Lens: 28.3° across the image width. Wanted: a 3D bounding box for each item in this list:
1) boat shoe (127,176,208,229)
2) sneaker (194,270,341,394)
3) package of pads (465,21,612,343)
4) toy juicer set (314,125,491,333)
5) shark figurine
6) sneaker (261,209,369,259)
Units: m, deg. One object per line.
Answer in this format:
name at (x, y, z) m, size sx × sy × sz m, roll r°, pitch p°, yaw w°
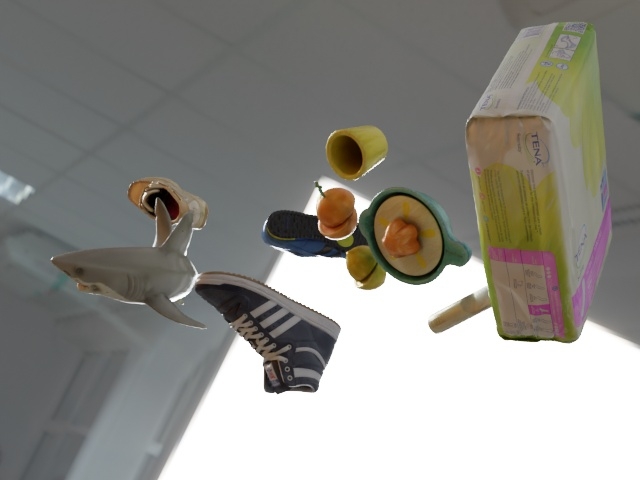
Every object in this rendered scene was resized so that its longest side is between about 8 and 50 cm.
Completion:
boat shoe at (-0.240, -0.061, 1.902) m, size 0.170 × 0.063 × 0.059 m, roll 18°, pitch 7°, yaw 42°
sneaker at (-0.103, 0.166, 2.170) m, size 0.282 × 0.153 × 0.099 m, roll 26°, pitch -25°, yaw -20°
package of pads at (0.245, -0.059, 1.390) m, size 0.101 × 0.229 × 0.296 m, roll 2°, pitch -55°, yaw 25°
toy juicer set at (0.104, 0.018, 1.680) m, size 0.329 × 0.089 × 0.209 m, roll 45°, pitch -48°, yaw 18°
shark figurine at (-0.171, 0.013, 1.423) m, size 0.166 × 0.116 × 0.278 m, roll 22°, pitch 8°, yaw 6°
sneaker at (0.000, 0.000, 2.233) m, size 0.209 × 0.069 × 0.082 m, roll 11°, pitch -27°, yaw -4°
